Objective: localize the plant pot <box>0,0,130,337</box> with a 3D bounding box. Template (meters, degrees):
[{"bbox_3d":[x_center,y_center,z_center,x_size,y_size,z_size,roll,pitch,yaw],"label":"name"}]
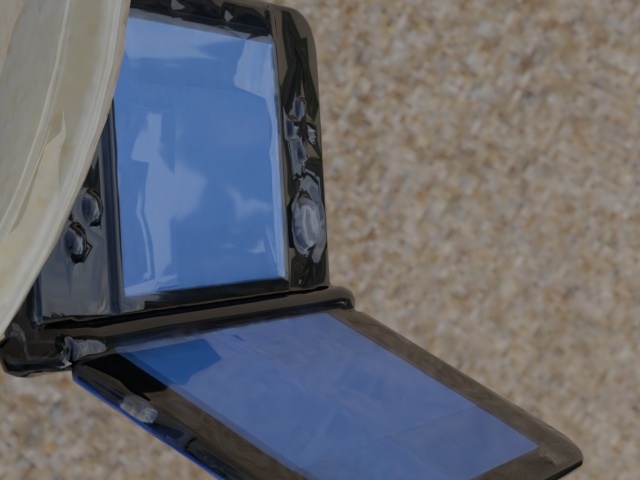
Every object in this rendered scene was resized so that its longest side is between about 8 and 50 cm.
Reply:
[{"bbox_3d":[-0.206,-0.047,0.200,0.334,0.333,0.305,-63,-176,9],"label":"plant pot"}]

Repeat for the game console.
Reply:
[{"bbox_3d":[0.000,0.000,0.780,0.293,0.173,0.250,-5,92,-66],"label":"game console"}]
